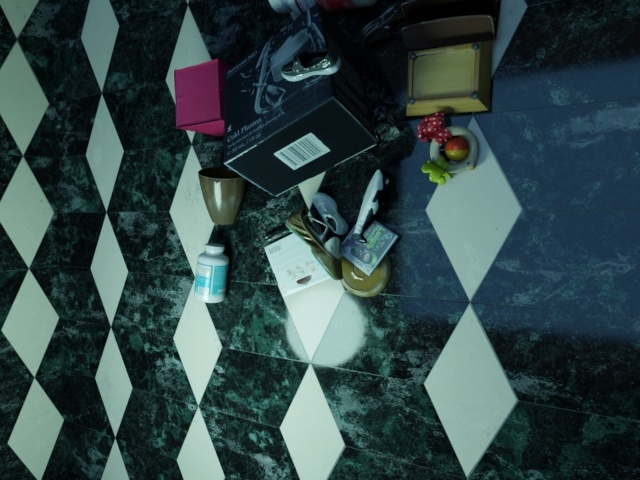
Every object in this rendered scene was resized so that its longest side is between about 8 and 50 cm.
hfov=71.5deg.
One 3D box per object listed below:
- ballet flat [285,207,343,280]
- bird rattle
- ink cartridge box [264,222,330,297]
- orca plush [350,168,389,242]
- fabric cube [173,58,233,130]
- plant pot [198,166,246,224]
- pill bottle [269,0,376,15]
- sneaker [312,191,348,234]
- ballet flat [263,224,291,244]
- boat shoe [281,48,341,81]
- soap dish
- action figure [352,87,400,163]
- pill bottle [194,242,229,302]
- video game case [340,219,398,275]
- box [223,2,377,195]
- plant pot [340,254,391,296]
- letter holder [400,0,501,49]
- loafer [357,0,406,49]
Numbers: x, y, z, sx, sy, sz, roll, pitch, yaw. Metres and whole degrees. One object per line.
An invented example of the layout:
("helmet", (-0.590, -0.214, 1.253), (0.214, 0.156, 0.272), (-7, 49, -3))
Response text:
("ballet flat", (0.000, 0.000, 1.766), (0.124, 0.116, 0.342), (-46, 67, 15))
("bird rattle", (0.447, -0.327, 1.569), (0.207, 0.143, 0.253), (-2, 89, 8))
("ink cartridge box", (-0.084, 0.086, 1.902), (0.275, 0.060, 0.238), (-25, 83, 27))
("orca plush", (0.217, -0.121, 1.697), (0.102, 0.151, 0.287), (20, 76, -13))
("fabric cube", (-0.451, -0.610, 1.939), (0.254, 0.258, 0.258), (1, 94, 29))
("plant pot", (-0.439, -0.196, 2.011), (0.215, 0.215, 0.230), (17, 116, 27))
("pill bottle", (0.006, -0.983, 1.681), (0.408, 0.229, 0.228), (6, 96, 28))
("sneaker", (0.029, -0.113, 1.806), (0.080, 0.094, 0.212), (-45, 73, 25))
("ballet flat", (-0.176, -0.030, 1.959), (0.173, 0.057, 0.049), (-22, 124, 29))
("boat shoe", (-0.045, -0.556, 1.389), (0.229, 0.076, 0.080), (13, 77, 38))
("soap dish", (0.434, -0.561, 1.541), (0.291, 0.118, 0.228), (4, 95, 27))
("action figure", (0.202, -0.424, 1.670), (0.164, 0.141, 0.275), (9, 74, 36))
("pill bottle", (-0.509, 0.149, 2.088), (0.146, 0.146, 0.264), (13, 99, 27))
("video game case", (0.183, 0.013, 1.740), (0.173, 0.022, 0.190), (38, 96, 26))
("box", (-0.093, -0.501, 1.647), (0.480, 0.297, 0.471), (-24, 56, 28))
("plant pot", (0.167, 0.113, 1.783), (0.236, 0.032, 0.236), (3, 96, 29))
("letter holder", (0.417, -0.772, 1.461), (0.302, 0.214, 0.151), (6, 79, 28))
("loafer", (0.232, -0.788, 1.655), (0.220, 0.080, 0.078), (-36, 76, 25))
